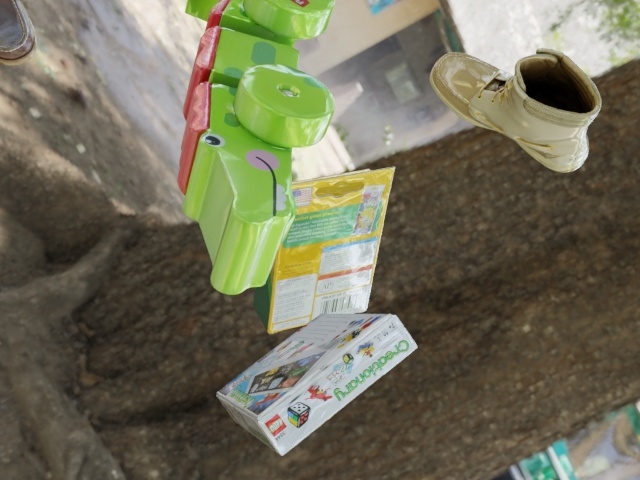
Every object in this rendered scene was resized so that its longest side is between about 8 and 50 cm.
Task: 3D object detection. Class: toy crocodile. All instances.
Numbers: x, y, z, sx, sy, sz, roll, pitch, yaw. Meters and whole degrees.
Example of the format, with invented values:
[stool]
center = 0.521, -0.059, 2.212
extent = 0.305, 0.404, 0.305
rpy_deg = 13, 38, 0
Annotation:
[toy crocodile]
center = -0.055, -0.103, 0.618
extent = 0.341, 0.105, 0.115
rpy_deg = -90, -163, -45

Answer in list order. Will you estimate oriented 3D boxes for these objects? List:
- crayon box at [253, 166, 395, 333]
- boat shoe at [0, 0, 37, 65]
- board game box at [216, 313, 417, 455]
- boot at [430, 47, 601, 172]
[crayon box]
center = 0.000, 0.000, 1.499
extent = 0.083, 0.203, 0.323
rpy_deg = 55, -33, 43
[boat shoe]
center = -0.393, -0.288, 0.966
extent = 0.207, 0.073, 0.073
rpy_deg = 50, -17, 11
[board game box]
center = -0.019, 0.164, 1.069
extent = 0.053, 0.193, 0.305
rpy_deg = 55, -15, -5
[boot]
center = 0.262, -0.210, 1.188
extent = 0.262, 0.095, 0.203
rpy_deg = 39, -4, 17
